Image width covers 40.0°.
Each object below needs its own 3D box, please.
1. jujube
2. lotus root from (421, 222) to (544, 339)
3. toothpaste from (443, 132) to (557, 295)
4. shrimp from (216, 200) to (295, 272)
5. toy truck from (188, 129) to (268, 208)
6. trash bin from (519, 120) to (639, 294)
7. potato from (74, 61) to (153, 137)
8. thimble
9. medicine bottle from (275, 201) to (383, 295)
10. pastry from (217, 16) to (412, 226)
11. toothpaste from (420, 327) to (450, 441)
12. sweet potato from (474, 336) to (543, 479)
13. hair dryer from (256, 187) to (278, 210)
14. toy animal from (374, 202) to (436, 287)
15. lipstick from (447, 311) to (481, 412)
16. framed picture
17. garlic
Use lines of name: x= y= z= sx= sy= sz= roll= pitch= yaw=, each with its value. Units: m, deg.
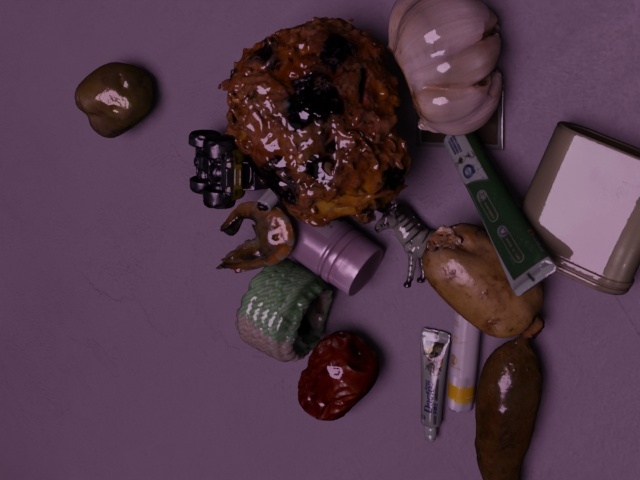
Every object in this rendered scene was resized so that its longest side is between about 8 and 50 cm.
jujube: x=0.034 y=0.307 z=1.947 sx=0.155 sy=0.155 sz=0.230 roll=40 pitch=127 yaw=15
lotus root: x=0.319 y=0.084 z=1.675 sx=0.284 sy=0.146 sz=0.160 roll=44 pitch=89 yaw=-11
toothpaste: x=0.315 y=-0.084 z=1.629 sx=0.099 sy=0.061 sz=0.392 roll=-44 pitch=56 yaw=36
shrimp: x=-0.159 y=-0.006 z=1.873 sx=0.254 sy=0.059 sz=0.145 roll=-13 pitch=101 yaw=41
toy truck: x=-0.192 y=-0.163 z=1.927 sx=0.224 sy=0.165 sz=0.147 roll=-146 pitch=53 yaw=-60
trash bin: x=0.487 y=-0.061 z=1.586 sx=0.243 sy=0.121 sz=0.247 roll=26 pitch=113 yaw=22
potato: x=-0.486 y=-0.335 z=2.077 sx=0.200 sy=0.137 sz=0.154 roll=-24 pitch=122 yaw=34
thimble: x=-0.074 y=0.158 z=1.926 sx=0.150 sy=0.219 sz=0.218 roll=26 pitch=116 yaw=21
medicine bottle: x=0.000 y=0.000 z=1.882 sx=0.250 sy=0.133 sz=0.133 roll=36 pitch=119 yaw=19
pastry: x=-0.012 y=-0.230 z=1.663 sx=0.292 sy=0.338 sz=0.404 roll=135 pitch=128 yaw=-70
toothpaste: x=0.241 y=0.313 z=1.891 sx=0.067 sy=0.037 sz=0.255 roll=9 pitch=105 yaw=29
sweet potato: x=0.377 y=0.386 z=1.781 sx=0.131 sy=0.130 sz=0.422 roll=9 pitch=111 yaw=29
hair dryer: x=-0.046 y=-0.139 z=1.820 sx=0.131 sy=0.236 sz=0.073 roll=32 pitch=150 yaw=19
toy animal: x=0.223 y=0.007 z=1.788 sx=0.217 sy=0.073 sz=0.175 roll=2 pitch=103 yaw=23
lipstick: x=0.299 y=0.225 z=1.815 sx=0.059 sy=0.059 sz=0.263 roll=12 pitch=110 yaw=28
framed picture: x=0.271 y=-0.250 z=1.719 sx=0.183 sy=0.011 sz=0.141 roll=6 pitch=107 yaw=30
garlic: x=0.241 y=-0.347 z=1.599 sx=0.203 sy=0.184 sz=0.281 roll=-20 pitch=77 yaw=-3
